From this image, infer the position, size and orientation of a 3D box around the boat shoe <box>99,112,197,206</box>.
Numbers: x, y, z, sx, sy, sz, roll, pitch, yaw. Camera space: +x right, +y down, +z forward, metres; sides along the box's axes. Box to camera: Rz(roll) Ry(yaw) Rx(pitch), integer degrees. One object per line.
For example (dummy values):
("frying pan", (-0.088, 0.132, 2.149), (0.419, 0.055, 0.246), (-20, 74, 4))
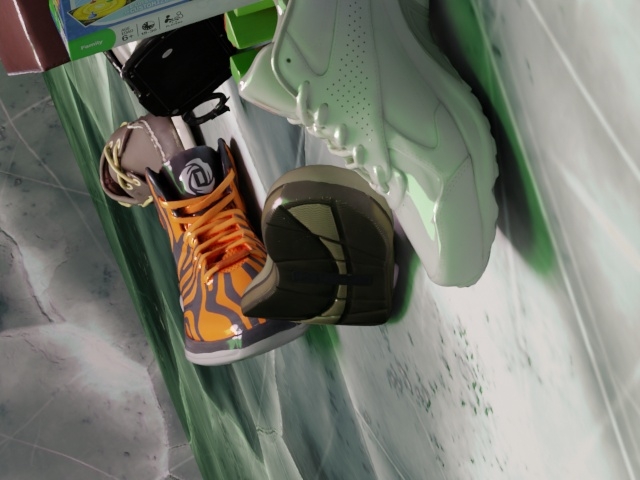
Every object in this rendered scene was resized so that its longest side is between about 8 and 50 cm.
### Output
("boat shoe", (-0.209, -0.095, 1.784), (0.324, 0.096, 0.117), (175, 76, -77))

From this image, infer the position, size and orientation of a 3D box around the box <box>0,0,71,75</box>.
("box", (-0.256, -0.287, 1.459), (0.167, 0.168, 0.203), (10, 123, 66))

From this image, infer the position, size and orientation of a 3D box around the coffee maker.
("coffee maker", (-0.168, -0.203, 1.320), (0.178, 0.120, 0.171), (52, 157, 23))

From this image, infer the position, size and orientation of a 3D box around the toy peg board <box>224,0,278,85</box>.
("toy peg board", (-0.040, -0.191, 0.955), (0.161, 0.079, 0.161), (92, 155, -59))

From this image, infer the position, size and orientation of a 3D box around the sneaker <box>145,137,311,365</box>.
("sneaker", (-0.107, 0.004, 1.435), (0.321, 0.124, 0.180), (-148, 39, -70))

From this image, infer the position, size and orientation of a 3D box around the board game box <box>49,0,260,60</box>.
("board game box", (-0.029, -0.160, 0.670), (0.136, 0.201, 0.035), (96, 152, -64))

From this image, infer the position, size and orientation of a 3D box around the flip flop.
("flip flop", (0.000, 0.000, 1.052), (0.277, 0.112, 0.080), (95, 179, -67))

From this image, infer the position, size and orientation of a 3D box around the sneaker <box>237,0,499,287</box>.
("sneaker", (0.017, -0.075, 0.797), (0.090, 0.115, 0.232), (129, 120, -76))
